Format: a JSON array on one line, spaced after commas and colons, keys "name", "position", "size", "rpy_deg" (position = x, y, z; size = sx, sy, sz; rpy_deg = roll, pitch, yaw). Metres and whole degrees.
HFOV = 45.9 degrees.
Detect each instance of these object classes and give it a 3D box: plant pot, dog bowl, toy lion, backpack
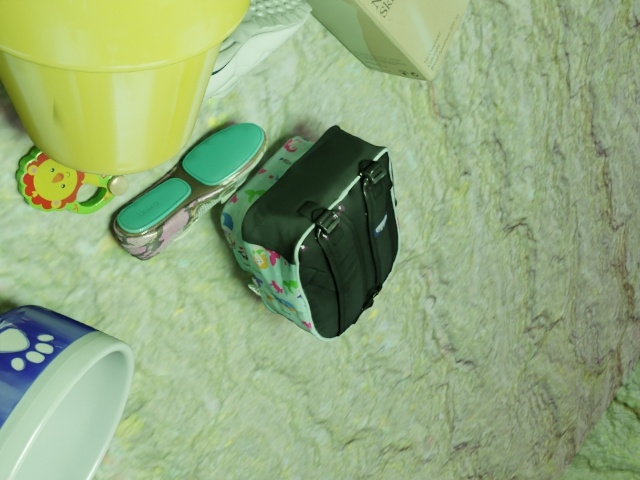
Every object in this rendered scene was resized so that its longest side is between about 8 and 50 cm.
[{"name": "plant pot", "position": [-0.189, -0.195, 0.661], "size": [0.254, 0.254, 0.239], "rpy_deg": [-36, 156, -34]}, {"name": "dog bowl", "position": [-0.294, 0.200, 0.739], "size": [0.265, 0.104, 0.264], "rpy_deg": [23, 90, -85]}, {"name": "toy lion", "position": [-0.267, -0.064, 0.804], "size": [0.096, 0.034, 0.100], "rpy_deg": [-45, 137, -16]}, {"name": "backpack", "position": [0.000, 0.000, 1.009], "size": [0.225, 0.191, 0.253], "rpy_deg": [-49, 142, -25]}]

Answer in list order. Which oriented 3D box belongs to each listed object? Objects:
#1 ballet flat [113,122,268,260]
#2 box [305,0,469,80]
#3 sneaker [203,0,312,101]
[{"name": "ballet flat", "position": [-0.151, -0.057, 0.915], "size": [0.221, 0.077, 0.079], "rpy_deg": [-43, 154, -21]}, {"name": "box", "position": [0.057, -0.345, 0.969], "size": [0.311, 0.121, 0.147], "rpy_deg": [27, 87, -51]}, {"name": "sneaker", "position": [-0.099, -0.231, 0.887], "size": [0.235, 0.090, 0.094], "rpy_deg": [-42, 164, -39]}]
